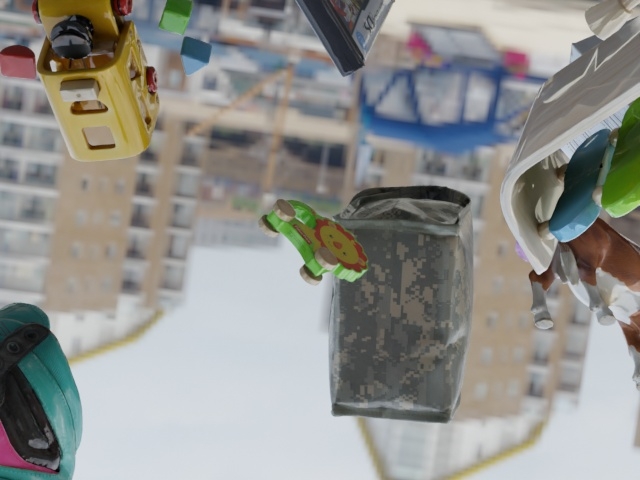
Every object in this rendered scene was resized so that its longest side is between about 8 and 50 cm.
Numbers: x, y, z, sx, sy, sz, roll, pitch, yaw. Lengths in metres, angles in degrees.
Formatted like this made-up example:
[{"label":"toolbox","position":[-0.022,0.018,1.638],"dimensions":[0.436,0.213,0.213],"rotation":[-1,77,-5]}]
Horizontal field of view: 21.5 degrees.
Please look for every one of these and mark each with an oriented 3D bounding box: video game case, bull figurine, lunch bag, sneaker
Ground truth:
[{"label":"video game case","position":[-0.006,-0.360,2.047],"dimensions":[0.035,0.275,0.248],"rotation":[-25,-161,22]},{"label":"bull figurine","position":[0.376,0.065,2.074],"dimensions":[0.310,0.188,0.101],"rotation":[28,137,-24]},{"label":"lunch bag","position":[0.101,0.065,1.992],"dimensions":[0.168,0.235,0.287],"rotation":[3,-170,10]},{"label":"sneaker","position":[-0.269,0.093,1.151],"dimensions":[0.123,0.178,0.295],"rotation":[-18,121,41]}]

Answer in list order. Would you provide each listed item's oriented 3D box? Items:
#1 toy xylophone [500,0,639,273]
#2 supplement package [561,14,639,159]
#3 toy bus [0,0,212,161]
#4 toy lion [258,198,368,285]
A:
[{"label":"toy xylophone","position":[0.248,-0.119,1.113],"dimensions":[0.081,0.236,0.322],"rotation":[44,137,-15]},{"label":"supplement package","position":[0.442,-0.179,2.230],"dimensions":[0.194,0.203,0.149],"rotation":[-23,-126,-16]},{"label":"toy bus","position":[-0.229,-0.173,1.672],"dimensions":[0.202,0.191,0.104],"rotation":[28,-139,-19]},{"label":"toy lion","position":[0.000,0.000,1.626],"dimensions":[0.100,0.034,0.096],"rotation":[49,-151,11]}]
